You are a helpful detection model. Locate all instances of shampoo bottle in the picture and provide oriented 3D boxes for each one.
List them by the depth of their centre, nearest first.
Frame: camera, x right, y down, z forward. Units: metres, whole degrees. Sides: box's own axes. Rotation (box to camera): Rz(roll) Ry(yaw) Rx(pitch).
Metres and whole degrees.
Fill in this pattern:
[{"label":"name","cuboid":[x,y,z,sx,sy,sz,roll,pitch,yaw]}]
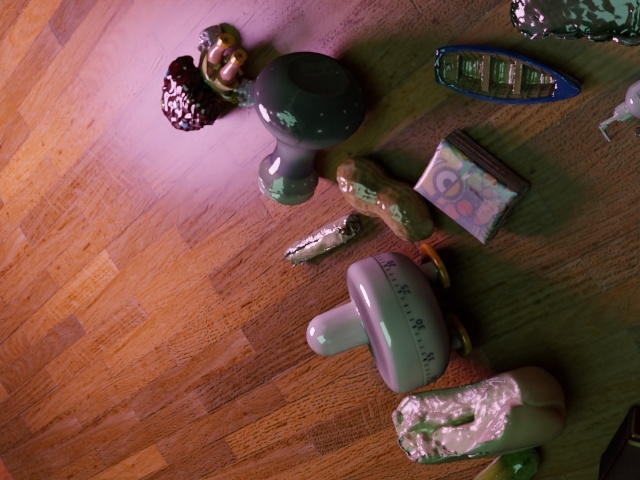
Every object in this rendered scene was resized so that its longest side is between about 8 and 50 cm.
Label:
[{"label":"shampoo bottle","cuboid":[0.441,-0.195,1.197,0.195,0.056,0.056,-32,89,42]}]

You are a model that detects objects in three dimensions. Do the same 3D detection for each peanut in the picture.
[{"label":"peanut","cuboid":[0.106,-0.065,1.512,0.193,0.089,0.089,38,129,20]}]

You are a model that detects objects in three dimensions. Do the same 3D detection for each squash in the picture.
[{"label":"squash","cuboid":[0.299,0.427,1.596,0.069,0.069,0.239,44,130,14]}]

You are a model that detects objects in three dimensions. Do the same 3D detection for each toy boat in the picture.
[{"label":"toy boat","cuboid":[0.270,-0.237,1.322,0.228,0.046,0.080,16,119,32]}]

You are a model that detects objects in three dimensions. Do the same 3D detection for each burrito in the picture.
[{"label":"burrito","cuboid":[0.000,0.000,1.657,0.045,0.041,0.185,31,142,-32]}]

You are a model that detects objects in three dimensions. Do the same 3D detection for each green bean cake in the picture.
[{"label":"green bean cake","cuboid":[0.360,-0.363,1.135,0.255,0.132,0.241,11,116,37]}]

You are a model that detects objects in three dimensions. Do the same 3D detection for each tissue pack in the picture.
[{"label":"tissue pack","cuboid":[0.230,-0.083,1.417,0.148,0.060,0.109,41,131,17]}]

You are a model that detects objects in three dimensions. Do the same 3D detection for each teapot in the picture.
[{"label":"teapot","cuboid":[-0.034,-0.178,1.519,0.183,0.183,0.251,41,141,17]}]

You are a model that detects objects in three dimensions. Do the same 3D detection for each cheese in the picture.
[{"label":"cheese","cuboid":[0.253,0.280,1.456,0.266,0.233,0.127,-27,70,42]}]

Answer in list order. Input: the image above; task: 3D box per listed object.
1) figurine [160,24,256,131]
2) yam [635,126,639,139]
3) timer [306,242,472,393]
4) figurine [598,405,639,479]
[{"label":"figurine","cuboid":[-0.197,-0.279,1.628,0.240,0.116,0.175,-36,87,42]},{"label":"yam","cuboid":[0.475,-0.142,1.219,0.116,0.021,0.021,4,113,35]},{"label":"timer","cuboid":[0.101,0.139,1.505,0.233,0.240,0.234,160,90,-84]},{"label":"figurine","cuboid":[0.492,0.323,1.394,0.098,0.082,0.154,26,125,10]}]
